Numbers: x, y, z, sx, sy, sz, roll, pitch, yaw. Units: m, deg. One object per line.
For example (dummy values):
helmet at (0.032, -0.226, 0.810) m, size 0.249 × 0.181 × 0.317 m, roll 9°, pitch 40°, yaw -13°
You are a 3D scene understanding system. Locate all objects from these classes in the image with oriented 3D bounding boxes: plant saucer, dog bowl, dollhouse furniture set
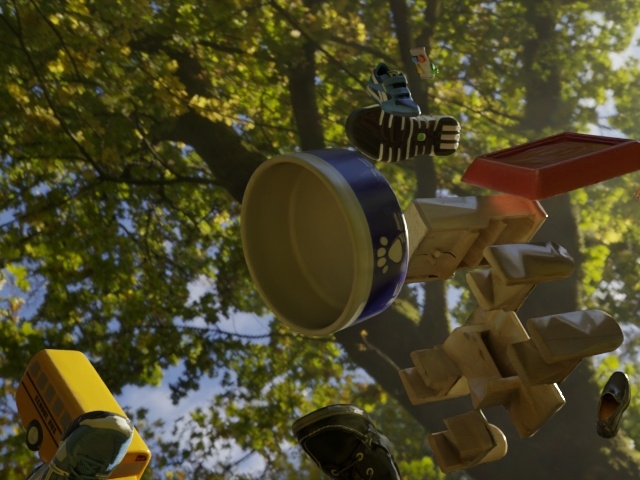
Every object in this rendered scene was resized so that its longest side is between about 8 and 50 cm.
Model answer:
plant saucer at (0.418, -0.143, 1.395) m, size 0.258 × 0.259 × 0.048 m, roll -17°, pitch -73°, yaw -15°
dog bowl at (0.000, 0.000, 1.139) m, size 0.104 × 0.265 × 0.265 m, roll -15°, pitch -55°, yaw -39°
dollhouse furniture set at (0.307, 0.122, 1.314) m, size 0.256 × 0.394 × 0.362 m, roll -5°, pitch -38°, yaw -26°

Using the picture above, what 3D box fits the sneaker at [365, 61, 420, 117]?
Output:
sneaker at (0.128, -0.262, 1.371) m, size 0.053 × 0.144 × 0.059 m, roll -7°, pitch -52°, yaw -31°

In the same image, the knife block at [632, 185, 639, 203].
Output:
knife block at (0.752, -0.111, 1.541) m, size 0.242 × 0.276 × 0.088 m, roll -26°, pitch -28°, yaw -28°

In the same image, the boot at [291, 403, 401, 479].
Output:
boot at (0.057, 0.311, 0.959) m, size 0.085 × 0.179 × 0.236 m, roll -29°, pitch -38°, yaw 11°

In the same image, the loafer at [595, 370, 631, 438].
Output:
loafer at (0.668, 0.365, 1.783) m, size 0.061 × 0.062 × 0.170 m, roll 60°, pitch -136°, yaw -38°

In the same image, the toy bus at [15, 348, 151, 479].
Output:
toy bus at (-0.380, 0.328, 1.270) m, size 0.108 × 0.332 × 0.130 m, roll 16°, pitch -71°, yaw -49°

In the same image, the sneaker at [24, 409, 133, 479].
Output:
sneaker at (-0.280, 0.277, 0.901) m, size 0.080 × 0.081 × 0.211 m, roll 27°, pitch -62°, yaw -26°

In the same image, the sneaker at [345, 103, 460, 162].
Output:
sneaker at (0.128, -0.214, 1.543) m, size 0.281 × 0.162 × 0.107 m, roll 2°, pitch -77°, yaw -37°

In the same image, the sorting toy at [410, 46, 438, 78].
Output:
sorting toy at (0.194, -0.330, 1.458) m, size 0.012 × 0.083 × 0.062 m, roll -27°, pitch -71°, yaw -12°
